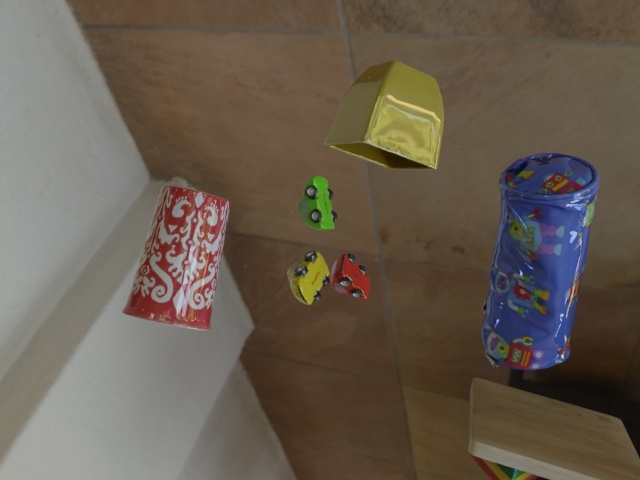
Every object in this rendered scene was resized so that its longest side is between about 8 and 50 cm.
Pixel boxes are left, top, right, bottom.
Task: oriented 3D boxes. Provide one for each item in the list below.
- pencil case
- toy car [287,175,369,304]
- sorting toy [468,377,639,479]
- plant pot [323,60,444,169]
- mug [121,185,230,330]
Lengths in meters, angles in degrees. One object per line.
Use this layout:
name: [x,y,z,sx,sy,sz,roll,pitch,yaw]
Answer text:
pencil case: [0.285,0.034,0.893,0.133,0.119,0.306,22,131,34]
toy car: [0.000,0.000,1.171,0.053,0.225,0.239,-13,172,31]
sorting toy: [0.359,0.339,1.065,0.257,0.255,0.089,15,103,11]
plant pot: [0.064,-0.116,0.610,0.082,0.083,0.081,15,179,-26]
mug: [-0.192,0.020,0.873,0.113,0.169,0.150,17,174,-43]
